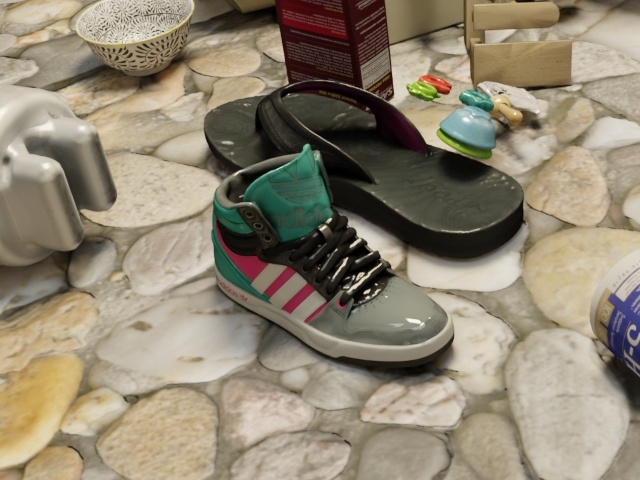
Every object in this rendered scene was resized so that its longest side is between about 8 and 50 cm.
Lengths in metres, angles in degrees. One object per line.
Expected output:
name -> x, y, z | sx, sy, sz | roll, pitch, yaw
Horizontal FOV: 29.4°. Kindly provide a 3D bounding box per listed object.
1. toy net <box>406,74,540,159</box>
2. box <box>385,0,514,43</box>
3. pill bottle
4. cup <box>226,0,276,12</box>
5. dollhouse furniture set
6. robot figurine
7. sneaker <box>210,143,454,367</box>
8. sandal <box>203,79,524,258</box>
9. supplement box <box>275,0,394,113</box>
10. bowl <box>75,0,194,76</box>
toy net -> 0.181, -0.154, 1.433 | 0.122, 0.045, 0.232 | 29, 23, 19
box -> 0.130, -0.355, 1.728 | 0.275, 0.094, 0.113 | -19, 38, -14
pill bottle -> 0.329, 0.094, 1.054 | 0.112, 0.112, 0.187 | -21, 37, -15
cup -> -0.090, -0.477, 1.803 | 0.237, 0.331, 0.331 | -46, 42, 0
dollhouse furniture set -> 0.254, -0.289, 1.592 | 0.123, 0.144, 0.151 | -2, 22, 2
robot figurine -> -0.408, -0.084, 1.390 | 0.353, 0.200, 0.300 | 9, 39, 24
sneaker -> 0.000, 0.000, 1.201 | 0.295, 0.178, 0.124 | 21, 45, 34
sandal -> 0.042, -0.115, 1.410 | 0.445, 0.107, 0.167 | 23, 47, 36
supplement box -> 0.014, -0.285, 1.535 | 0.130, 0.240, 0.073 | 21, 44, 35
bowl -> -0.255, -0.284, 1.732 | 0.170, 0.080, 0.170 | -7, 36, 5
